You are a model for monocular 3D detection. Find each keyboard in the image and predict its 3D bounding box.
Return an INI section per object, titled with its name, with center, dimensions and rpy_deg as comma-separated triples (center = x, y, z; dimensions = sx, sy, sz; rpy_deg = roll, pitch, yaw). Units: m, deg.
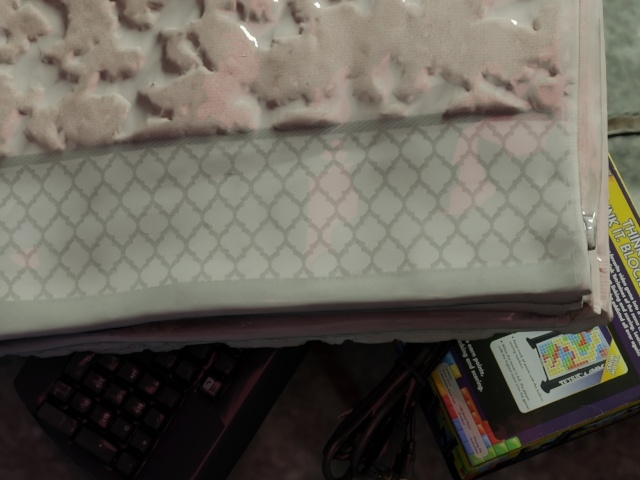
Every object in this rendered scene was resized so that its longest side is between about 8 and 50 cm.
[keyboard]
center = 0.000, 0.000, 0.912
dimensions = 0.201, 0.033, 0.317
rpy_deg = 30, 82, 15

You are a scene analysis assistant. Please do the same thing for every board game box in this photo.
[board game box]
center = 0.103, 0.023, 0.947
dimensions = 0.141, 0.048, 0.170
rpy_deg = -19, 73, -13

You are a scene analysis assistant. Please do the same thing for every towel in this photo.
[towel]
center = -0.027, -0.103, 0.896
dimensions = 0.332, 0.053, 0.317
rpy_deg = -4, 76, 11
